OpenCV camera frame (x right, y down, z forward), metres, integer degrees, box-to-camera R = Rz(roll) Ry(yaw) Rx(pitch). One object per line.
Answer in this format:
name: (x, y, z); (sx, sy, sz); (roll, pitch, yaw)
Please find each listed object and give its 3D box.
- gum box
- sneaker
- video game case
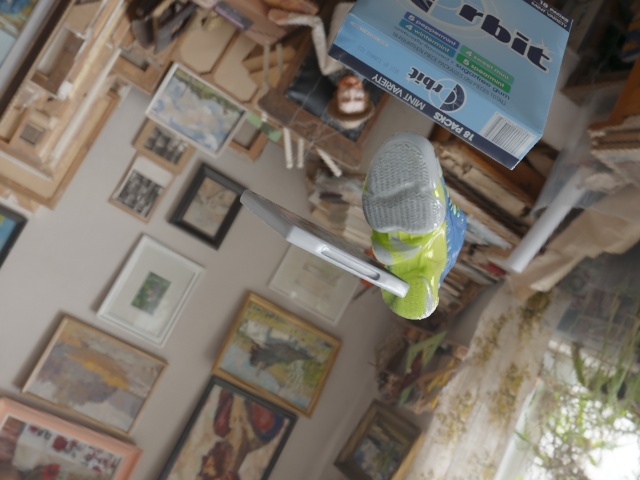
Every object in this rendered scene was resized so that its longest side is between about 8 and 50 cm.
gum box: (0.110, -0.160, 0.518); (0.157, 0.184, 0.041); (32, 138, -2)
sneaker: (0.111, -0.032, 0.750); (0.091, 0.126, 0.240); (17, 133, 24)
video game case: (0.000, 0.000, 0.685); (0.143, 0.019, 0.157); (27, -176, -27)
